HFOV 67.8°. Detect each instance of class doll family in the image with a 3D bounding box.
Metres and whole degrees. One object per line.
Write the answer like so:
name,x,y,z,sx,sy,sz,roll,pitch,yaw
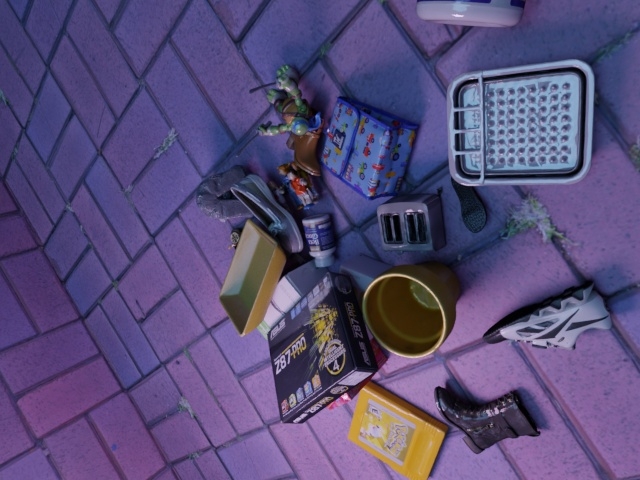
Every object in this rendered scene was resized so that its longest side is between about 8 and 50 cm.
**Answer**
doll family,-0.085,-0.187,1.608,0.263,0.118,0.163,-13,106,58

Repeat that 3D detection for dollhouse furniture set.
dollhouse furniture set,-0.074,0.036,1.695,0.081,0.091,0.114,37,123,1

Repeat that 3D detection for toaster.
toaster,0.268,-0.052,1.390,0.168,0.110,0.186,0,106,35

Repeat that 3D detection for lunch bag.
lunch bag,0.117,-0.286,1.422,0.293,0.138,0.221,38,127,38

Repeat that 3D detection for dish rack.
dish rack,0.487,-0.281,1.175,0.332,0.072,0.286,4,108,35

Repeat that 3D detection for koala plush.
koala plush,-0.362,-0.160,1.764,0.221,0.203,0.196,-172,66,-74

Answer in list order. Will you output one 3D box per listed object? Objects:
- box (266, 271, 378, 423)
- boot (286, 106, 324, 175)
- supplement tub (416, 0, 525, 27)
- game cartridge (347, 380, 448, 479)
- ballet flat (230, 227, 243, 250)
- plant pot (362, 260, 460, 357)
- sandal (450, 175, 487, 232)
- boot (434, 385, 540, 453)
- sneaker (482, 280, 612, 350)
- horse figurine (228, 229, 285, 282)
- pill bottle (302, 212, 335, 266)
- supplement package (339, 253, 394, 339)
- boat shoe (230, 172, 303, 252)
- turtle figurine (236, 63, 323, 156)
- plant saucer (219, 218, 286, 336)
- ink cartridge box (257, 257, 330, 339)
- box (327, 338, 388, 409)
box,-0.013,0.334,1.458,0.395,0.097,0.318,-47,42,37
boot,-0.027,-0.314,1.507,0.152,0.073,0.197,-51,59,29
supplement tub,0.347,-0.650,1.030,0.241,0.241,0.331,19,116,29
game cartridge,0.265,0.691,1.704,0.323,0.052,0.285,25,120,27
ballet flat,-0.286,0.066,1.863,0.084,0.058,0.250,-29,89,38
plant pot,0.285,0.171,1.377,0.254,0.239,0.254,13,115,31
sandal,0.415,-0.109,1.316,0.067,0.040,0.179,-23,78,33
boot,0.505,0.517,1.458,0.263,0.091,0.229,50,122,5
sneaker,0.592,0.240,1.258,0.330,0.122,0.146,-34,84,39
horse figurine,-0.242,0.075,1.805,0.174,0.066,0.263,-16,87,6
pill bottle,0.000,0.000,1.610,0.094,0.094,0.169,-4,104,36
supplement package,0.136,0.189,1.557,0.139,0.134,0.244,20,117,28
boat shoe,-0.178,-0.081,1.626,0.320,0.103,0.118,55,152,1
turtle figurine,-0.140,-0.419,1.434,0.274,0.266,0.198,-10,133,-1
plant saucer,-0.229,0.122,1.653,0.333,0.081,0.333,35,106,60
ink cartridge box,-0.100,0.206,1.691,0.115,0.198,0.273,50,128,10
box,0.097,0.430,1.595,0.122,0.257,0.128,-39,83,40
